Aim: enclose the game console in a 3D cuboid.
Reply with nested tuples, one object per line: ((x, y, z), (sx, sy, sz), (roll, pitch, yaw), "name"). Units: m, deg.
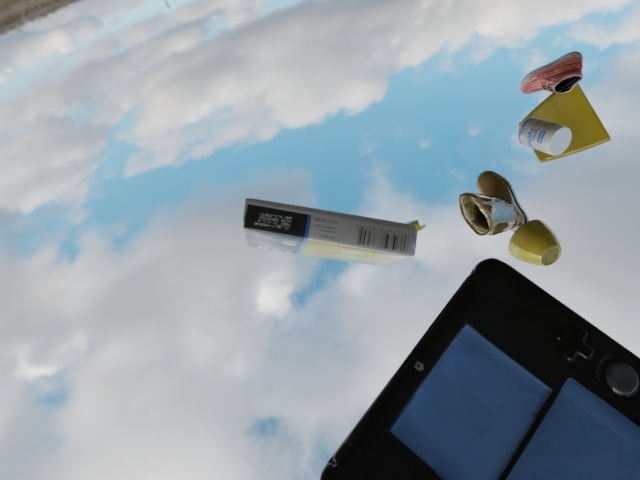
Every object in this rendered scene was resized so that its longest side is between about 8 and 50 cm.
((0.242, 0.256, 0.524), (0.342, 0.060, 0.386), (40, -106, 9), "game console")

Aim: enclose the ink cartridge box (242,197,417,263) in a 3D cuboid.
((0.000, 0.000, 0.881), (0.304, 0.307, 0.072), (8, -101, -5), "ink cartridge box")

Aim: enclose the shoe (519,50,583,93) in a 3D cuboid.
((0.632, -0.438, 1.191), (0.178, 0.064, 0.081), (-23, -128, 55), "shoe")

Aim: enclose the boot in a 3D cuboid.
((0.484, -0.119, 1.256), (0.270, 0.089, 0.236), (-2, -127, -43), "boot")

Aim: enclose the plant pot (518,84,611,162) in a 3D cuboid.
((0.751, -0.356, 1.364), (0.187, 0.212, 0.212), (-30, 177, 28), "plant pot")

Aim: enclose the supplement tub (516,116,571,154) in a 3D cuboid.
((0.540, -0.254, 1.049), (0.071, 0.071, 0.107), (-28, -147, -7), "supplement tub")

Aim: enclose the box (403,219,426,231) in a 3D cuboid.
((0.278, -0.029, 1.532), (0.179, 0.043, 0.105), (-21, -178, -5), "box")

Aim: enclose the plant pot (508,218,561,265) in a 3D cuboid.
((0.630, 0.019, 1.244), (0.134, 0.134, 0.095), (-26, -146, -4), "plant pot")
